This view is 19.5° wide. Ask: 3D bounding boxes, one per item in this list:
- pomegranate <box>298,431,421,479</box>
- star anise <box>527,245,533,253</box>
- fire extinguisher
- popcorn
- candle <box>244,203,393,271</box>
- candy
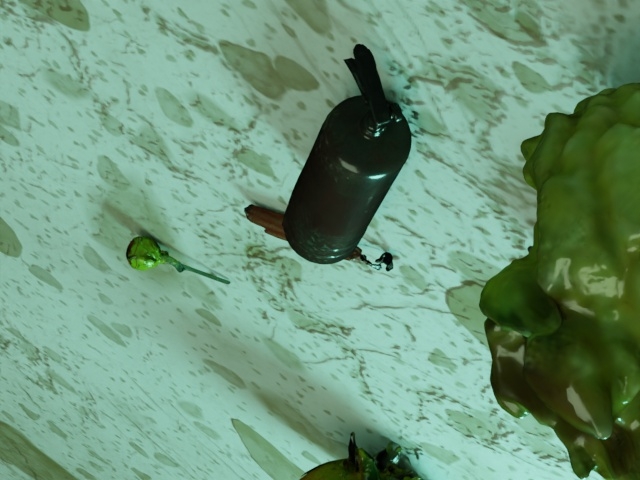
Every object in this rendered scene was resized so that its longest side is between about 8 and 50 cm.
[{"bbox_3d":[0.043,0.338,2.091,0.210,0.210,0.235,26,124,21],"label":"pomegranate"},{"bbox_3d":[0.233,0.064,1.429,0.197,0.073,0.212,40,155,-18],"label":"star anise"},{"bbox_3d":[0.020,-0.064,1.484,0.268,0.072,0.089,117,134,-68],"label":"fire extinguisher"},{"bbox_3d":[0.219,0.028,1.174,0.224,0.270,0.258,22,110,22],"label":"popcorn"},{"bbox_3d":[0.001,0.000,1.697,0.167,0.021,0.026,21,134,33],"label":"candle"},{"bbox_3d":[-0.150,0.028,1.960,0.123,0.035,0.035,20,158,16],"label":"candy"}]
